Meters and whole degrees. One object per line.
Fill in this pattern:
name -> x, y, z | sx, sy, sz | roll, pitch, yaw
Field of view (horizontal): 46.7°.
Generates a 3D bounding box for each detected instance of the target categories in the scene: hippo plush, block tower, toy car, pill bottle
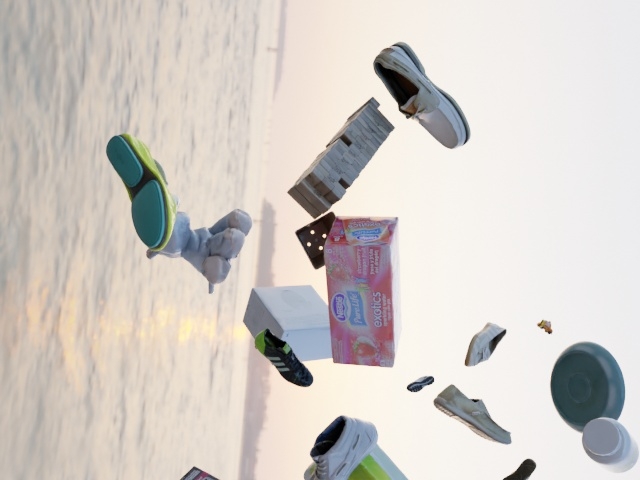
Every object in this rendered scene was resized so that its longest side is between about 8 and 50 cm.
hippo plush -> -0.337, -0.016, 2.036 | 0.234, 0.236, 0.294 | -64, -171, -13
block tower -> 0.057, -0.192, 1.689 | 0.091, 0.097, 0.335 | -31, -161, 48
toy car -> 0.742, 0.280, 2.423 | 0.040, 0.060, 0.122 | -56, 167, 2
pill bottle -> 0.725, 0.512, 1.863 | 0.208, 0.118, 0.117 | 39, 47, -52

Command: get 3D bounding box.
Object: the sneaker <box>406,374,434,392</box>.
sneaker -> 0.348, 0.505, 2.608 | 0.044, 0.109, 0.040 | -4, -78, 69

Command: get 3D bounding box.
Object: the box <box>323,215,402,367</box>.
box -> 0.097, 0.110, 1.607 | 0.154, 0.142, 0.300 | -66, 155, -60

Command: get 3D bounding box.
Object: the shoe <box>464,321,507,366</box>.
shoe -> 0.473, 0.298, 2.123 | 0.219, 0.058, 0.076 | -35, 133, -49

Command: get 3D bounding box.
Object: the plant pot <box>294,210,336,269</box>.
plant pot -> 0.000, 0.000, 1.825 | 0.109, 0.109, 0.096 | 62, -9, -5

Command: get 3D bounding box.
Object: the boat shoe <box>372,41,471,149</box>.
boat shoe -> 0.236, -0.334, 1.786 | 0.103, 0.302, 0.113 | -37, 177, -38

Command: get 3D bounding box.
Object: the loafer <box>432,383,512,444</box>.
loafer -> 0.466, 0.518, 2.205 | 0.092, 0.268, 0.102 | -59, -173, -15

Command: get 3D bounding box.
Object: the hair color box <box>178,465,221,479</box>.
hair color box -> -0.238, 0.684, 1.768 | 0.174, 0.347, 0.105 | -42, 125, -34

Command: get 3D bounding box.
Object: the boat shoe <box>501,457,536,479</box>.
boat shoe -> 0.572, 0.701, 2.156 | 0.056, 0.152, 0.049 | 44, -17, 35

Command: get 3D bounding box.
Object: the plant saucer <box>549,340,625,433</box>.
plant saucer -> 0.891, 0.501, 2.518 | 0.317, 0.044, 0.317 | -18, -111, 60

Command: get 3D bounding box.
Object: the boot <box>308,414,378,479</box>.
boot -> 0.011, 0.498, 1.665 | 0.258, 0.123, 0.095 | -55, -142, 5

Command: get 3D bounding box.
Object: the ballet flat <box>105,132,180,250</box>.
ballet flat -> -0.262, -0.077, 1.154 | 0.077, 0.077, 0.231 | -43, -121, 22

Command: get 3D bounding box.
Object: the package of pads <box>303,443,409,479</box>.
package of pads -> 0.120, 0.650, 1.892 | 0.229, 0.296, 0.101 | -43, 176, 40

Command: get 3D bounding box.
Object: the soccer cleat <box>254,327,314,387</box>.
soccer cleat -> -0.083, 0.283, 1.772 | 0.060, 0.179, 0.072 | -47, 177, -41

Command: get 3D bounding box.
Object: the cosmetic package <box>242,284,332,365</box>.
cosmetic package -> -0.085, 0.257, 2.282 | 0.224, 0.224, 0.138 | 46, -53, 46
